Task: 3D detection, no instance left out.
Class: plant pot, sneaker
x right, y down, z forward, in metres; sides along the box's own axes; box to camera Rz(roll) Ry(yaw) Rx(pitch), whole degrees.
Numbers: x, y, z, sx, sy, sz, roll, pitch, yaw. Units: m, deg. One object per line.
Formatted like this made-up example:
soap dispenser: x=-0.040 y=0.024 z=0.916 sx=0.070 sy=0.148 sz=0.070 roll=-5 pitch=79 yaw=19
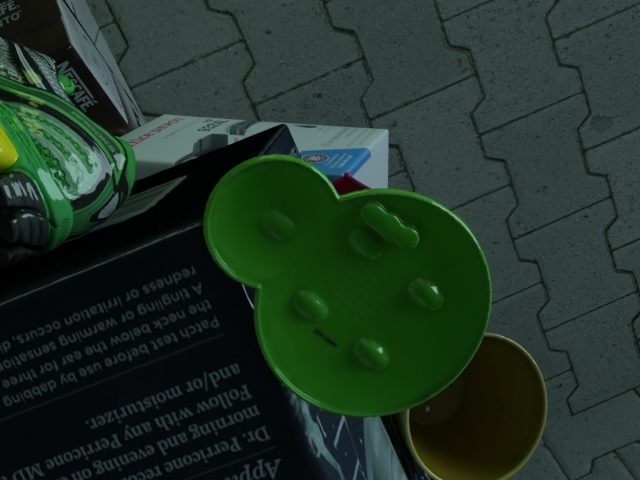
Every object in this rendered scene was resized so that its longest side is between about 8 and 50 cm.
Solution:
plant pot: x=0.117 y=0.142 z=0.840 sx=0.134 sy=0.134 sz=0.095 roll=66 pitch=-17 yaw=-11
sneaker: x=-0.276 y=-0.105 z=0.689 sx=0.343 sy=0.134 sz=0.146 roll=42 pitch=33 yaw=20

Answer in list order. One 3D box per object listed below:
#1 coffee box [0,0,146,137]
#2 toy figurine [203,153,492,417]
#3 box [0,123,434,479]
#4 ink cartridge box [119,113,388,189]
coffee box: x=-0.332 y=-0.161 z=1.170 sx=0.297 sy=0.168 sz=0.119 roll=67 pitch=-1 yaw=-62
toy figurine: x=0.000 y=0.000 z=0.569 sx=0.173 sy=0.130 sz=0.159 roll=38 pitch=7 yaw=-19
box: x=-0.087 y=0.191 z=0.806 sx=0.480 sy=0.297 sz=0.472 roll=-78 pitch=147 yaw=-76
ink cartridge box: x=-0.091 y=-0.060 z=1.130 sx=0.223 sy=0.307 sz=0.129 roll=-51 pitch=143 yaw=-64
